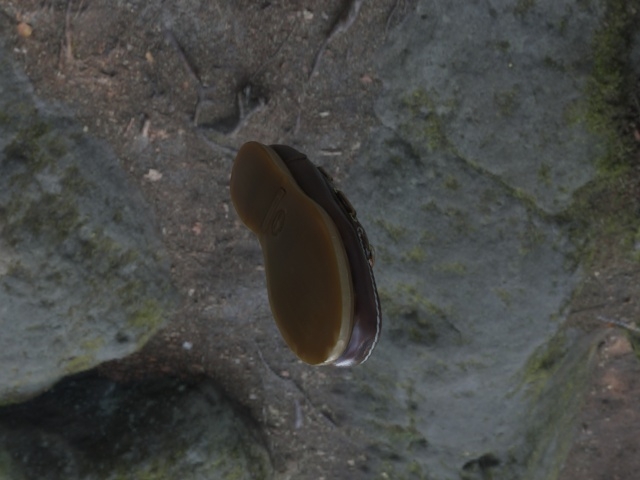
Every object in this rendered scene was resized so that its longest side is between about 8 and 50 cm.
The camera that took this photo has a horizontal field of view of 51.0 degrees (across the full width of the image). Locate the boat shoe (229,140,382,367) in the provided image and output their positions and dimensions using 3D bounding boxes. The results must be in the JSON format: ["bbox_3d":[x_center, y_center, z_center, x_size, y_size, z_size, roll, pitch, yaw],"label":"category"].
[{"bbox_3d":[0.000,0.000,0.437,0.073,0.207,0.073,16,122,-31],"label":"boat shoe"}]
